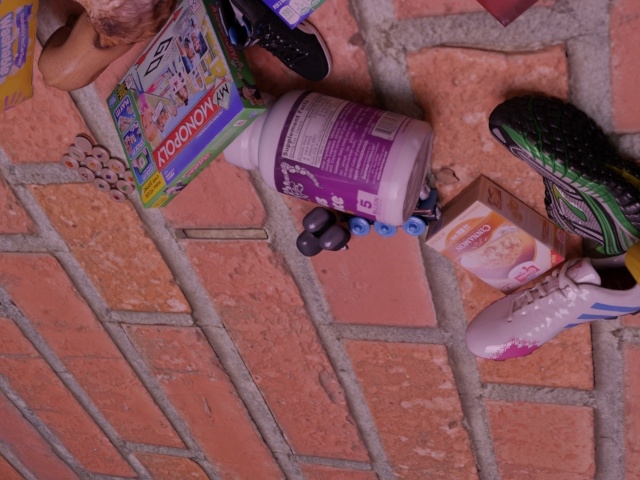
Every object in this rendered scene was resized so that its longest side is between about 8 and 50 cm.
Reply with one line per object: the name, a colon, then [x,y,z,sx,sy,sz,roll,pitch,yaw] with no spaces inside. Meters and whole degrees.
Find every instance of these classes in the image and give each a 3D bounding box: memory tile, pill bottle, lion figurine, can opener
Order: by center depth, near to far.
lion figurine: [-0.316,-0.303,1.117,0.142,0.240,0.392,35,137,-16]
pill bottle: [0.009,-0.139,1.206,0.302,0.169,0.169,17,139,15]
can opener: [0.000,0.000,1.323,0.095,0.283,0.076,-42,85,4]
memory tile: [-0.426,-0.137,1.508,0.148,0.012,0.113,37,136,-17]

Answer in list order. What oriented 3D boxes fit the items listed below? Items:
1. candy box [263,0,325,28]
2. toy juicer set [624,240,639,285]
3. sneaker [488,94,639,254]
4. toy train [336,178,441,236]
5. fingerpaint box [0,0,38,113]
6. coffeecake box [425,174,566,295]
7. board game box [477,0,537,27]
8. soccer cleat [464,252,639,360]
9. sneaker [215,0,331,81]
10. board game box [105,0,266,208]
candy box: [-0.048,-0.462,0.932,0.317,0.122,0.268,41,135,-20]
toy juicer set: [0.542,-0.081,1.045,0.209,0.089,0.329,-4,116,-9]
sneaker: [0.373,-0.081,1.158,0.343,0.134,0.146,36,137,-18]
toy train: [0.111,-0.064,1.324,0.184,0.080,0.105,0,129,22]
fingerpaint box: [-0.549,-0.419,1.020,0.371,0.163,0.445,46,144,7]
coffeecake box: [0.297,-0.004,1.318,0.185,0.068,0.142,31,137,-13]
board game box: [0.281,-0.395,0.942,0.145,0.027,0.281,36,136,-18]
soccer cleat: [0.392,0.092,1.290,0.331,0.116,0.143,-20,138,2]
sneaker: [-0.075,-0.290,1.124,0.079,0.121,0.217,-20,124,38]
board game box: [-0.223,-0.215,1.223,0.317,0.046,0.213,-35,71,43]
